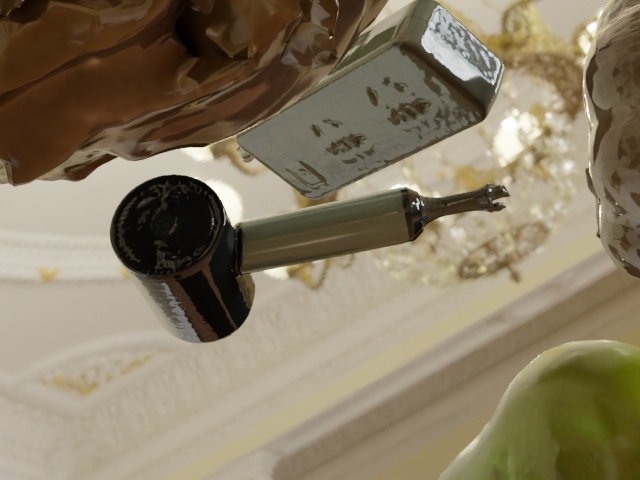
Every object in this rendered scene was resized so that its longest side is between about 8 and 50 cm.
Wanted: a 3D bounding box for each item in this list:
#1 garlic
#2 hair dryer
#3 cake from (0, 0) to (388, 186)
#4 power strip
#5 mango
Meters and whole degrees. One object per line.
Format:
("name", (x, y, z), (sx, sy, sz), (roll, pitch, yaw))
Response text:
("garlic", (0.256, -0.074, 0.844), (0.152, 0.228, 0.228), (-4, -15, 26))
("hair dryer", (0.000, 0.000, 0.662), (0.197, 0.057, 0.100), (-11, -26, 5))
("cake", (-0.067, -0.188, 0.447), (0.332, 0.333, 0.321), (-3, -4, -42))
("power strip", (0.017, -0.096, 1.009), (0.093, 0.053, 0.288), (36, -32, -20))
("mango", (0.188, 0.189, 0.950), (0.149, 0.185, 0.273), (-10, -37, -37))
